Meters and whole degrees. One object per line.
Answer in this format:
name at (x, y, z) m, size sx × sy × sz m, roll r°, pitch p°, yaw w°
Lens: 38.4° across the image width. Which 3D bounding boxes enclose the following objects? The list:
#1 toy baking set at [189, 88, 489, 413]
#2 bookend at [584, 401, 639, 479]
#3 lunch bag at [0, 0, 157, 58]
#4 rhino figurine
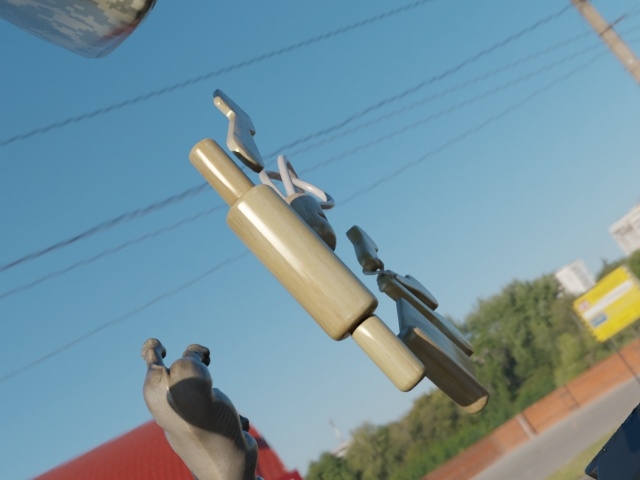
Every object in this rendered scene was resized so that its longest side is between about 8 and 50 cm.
toy baking set at (-0.001, 0.001, 0.530) m, size 0.030 × 0.256 × 0.197 m, roll -46°, pitch -9°, yaw 9°
bookend at (0.255, 0.164, 0.610) m, size 0.156 × 0.072 × 0.157 m, roll -61°, pitch 3°, yaw 26°
lunch bag at (-0.169, -0.281, 0.501) m, size 0.305 × 0.256 × 0.212 m, roll -67°, pitch 19°, yaw -6°
rhino figurine at (-0.099, 0.207, 0.909) m, size 0.073 × 0.243 × 0.106 m, roll -29°, pitch 17°, yaw 0°
